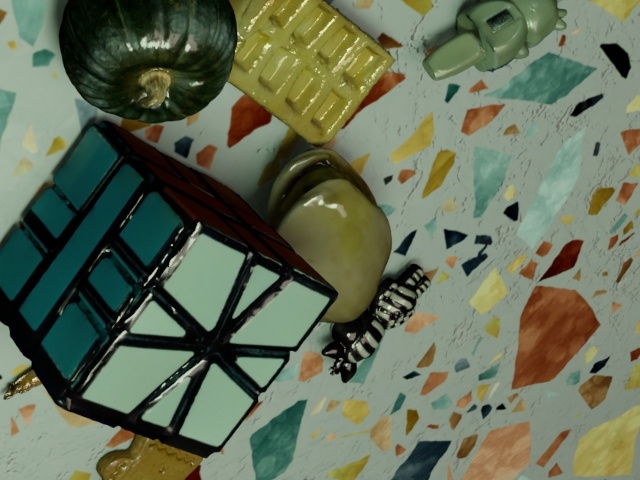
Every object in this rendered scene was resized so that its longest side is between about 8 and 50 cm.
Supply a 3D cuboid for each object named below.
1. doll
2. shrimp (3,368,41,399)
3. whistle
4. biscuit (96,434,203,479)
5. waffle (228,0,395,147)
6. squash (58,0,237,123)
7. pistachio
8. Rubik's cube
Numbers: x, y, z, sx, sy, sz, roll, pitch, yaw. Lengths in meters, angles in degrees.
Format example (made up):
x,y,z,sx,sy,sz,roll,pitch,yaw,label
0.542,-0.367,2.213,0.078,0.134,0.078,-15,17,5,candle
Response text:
x,y,z,sx,sy,sz,roll,pitch,yaw,label
0.084,0.125,2.246,0.219,0.067,0.091,-46,135,-9,doll
-0.376,0.197,1.967,0.127,0.025,0.091,-26,135,-24,shrimp
0.249,-0.295,2.034,0.244,0.110,0.092,-33,171,-16,whistle
-0.285,0.385,2.174,0.249,0.035,0.184,-48,137,3,biscuit
-0.030,-0.241,1.883,0.168,0.057,0.274,-51,138,6,waffle
-0.198,-0.232,1.671,0.218,0.172,0.218,-29,148,-20,squash
0.000,0.000,2.011,0.197,0.166,0.288,-25,133,-9,pistachio
-0.208,0.062,1.807,0.288,0.283,0.293,-51,134,7,Rubik's cube
